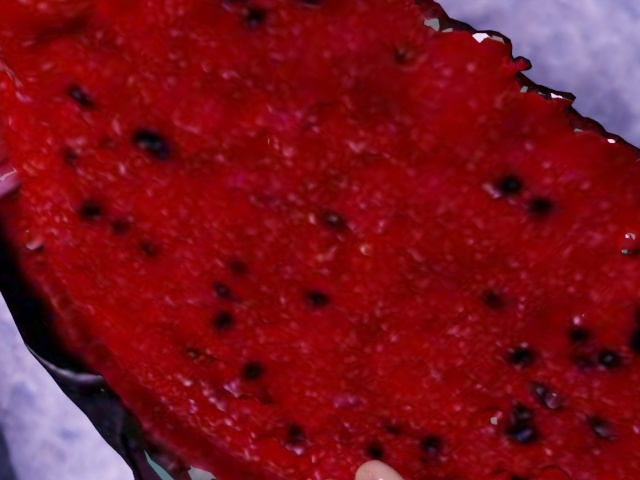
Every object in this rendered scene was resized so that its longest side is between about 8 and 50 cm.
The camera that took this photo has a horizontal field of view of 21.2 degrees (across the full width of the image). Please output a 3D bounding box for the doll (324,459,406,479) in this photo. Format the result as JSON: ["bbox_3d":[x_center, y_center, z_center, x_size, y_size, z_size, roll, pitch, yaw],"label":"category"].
[{"bbox_3d":[0.068,0.150,0.627,0.183,0.085,0.217,40,141,5],"label":"doll"}]

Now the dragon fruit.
[{"bbox_3d":[0.000,0.000,0.642,0.343,0.100,0.282,35,125,-8],"label":"dragon fruit"}]
